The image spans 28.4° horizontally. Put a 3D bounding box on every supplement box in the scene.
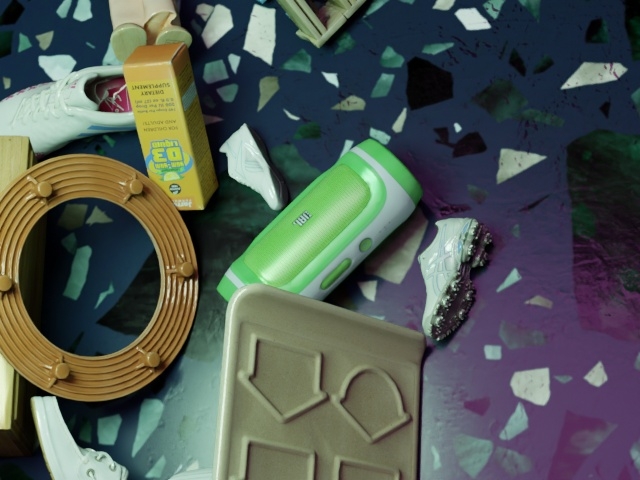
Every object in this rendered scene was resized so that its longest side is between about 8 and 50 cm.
[{"bbox_3d":[-0.210,-0.158,1.791,0.078,0.233,0.080,-3,31,14],"label":"supplement box"}]

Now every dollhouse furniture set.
[{"bbox_3d":[-0.035,-0.401,1.905,0.129,0.129,0.184,-45,37,-5],"label":"dollhouse furniture set"}]

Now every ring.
[{"bbox_3d":[-0.303,0.048,1.708,0.032,0.337,0.336,-9,64,51],"label":"ring"}]

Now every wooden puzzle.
[{"bbox_3d":[-0.010,0.256,1.576,0.080,0.322,0.347,-12,66,49],"label":"wooden puzzle"}]

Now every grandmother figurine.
[{"bbox_3d":[-0.279,-0.424,1.948,0.104,0.208,0.342,-51,45,42],"label":"grandmother figurine"}]

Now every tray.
[{"bbox_3d":[-0.437,0.081,1.771,0.076,0.203,0.410,1,70,-4],"label":"tray"}]

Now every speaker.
[{"bbox_3d":[0.000,0.000,1.733,0.296,0.131,0.131,-45,66,-4],"label":"speaker"}]

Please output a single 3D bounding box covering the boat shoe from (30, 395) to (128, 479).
[{"bbox_3d":[-0.302,0.322,1.685,0.096,0.098,0.277,-23,99,-11],"label":"boat shoe"}]

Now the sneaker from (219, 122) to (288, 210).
[{"bbox_3d":[-0.095,-0.096,1.836,0.061,0.054,0.152,-35,60,11],"label":"sneaker"}]

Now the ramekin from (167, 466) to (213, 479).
[{"bbox_3d":[-0.139,0.383,1.595,0.109,0.207,0.207,-5,70,22],"label":"ramekin"}]

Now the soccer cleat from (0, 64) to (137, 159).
[{"bbox_3d":[-0.379,-0.204,1.887,0.331,0.143,0.116,-13,77,10],"label":"soccer cleat"}]

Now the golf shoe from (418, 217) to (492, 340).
[{"bbox_3d":[0.166,0.050,1.715,0.086,0.069,0.176,11,70,38],"label":"golf shoe"}]
